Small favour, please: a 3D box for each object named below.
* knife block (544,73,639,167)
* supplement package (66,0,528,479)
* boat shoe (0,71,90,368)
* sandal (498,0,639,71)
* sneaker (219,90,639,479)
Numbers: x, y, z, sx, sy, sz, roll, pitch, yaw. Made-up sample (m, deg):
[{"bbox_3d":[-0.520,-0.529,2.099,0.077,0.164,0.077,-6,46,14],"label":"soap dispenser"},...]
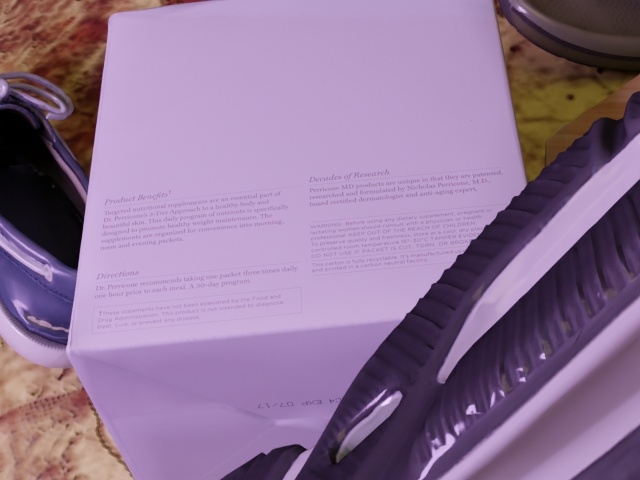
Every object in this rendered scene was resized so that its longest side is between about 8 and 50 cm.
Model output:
[{"bbox_3d":[0.280,-0.021,0.589,0.275,0.088,0.242,-34,53,-17],"label":"knife block"},{"bbox_3d":[0.000,0.000,0.582,0.194,0.149,0.203,-6,51,5],"label":"supplement package"},{"bbox_3d":[-0.182,-0.048,0.662,0.095,0.079,0.254,-10,55,-38],"label":"boat shoe"},{"bbox_3d":[0.256,-0.176,0.717,0.302,0.086,0.120,-6,51,6],"label":"sandal"},{"bbox_3d":[0.066,0.178,0.420,0.447,0.257,0.169,-44,11,12],"label":"sneaker"}]
